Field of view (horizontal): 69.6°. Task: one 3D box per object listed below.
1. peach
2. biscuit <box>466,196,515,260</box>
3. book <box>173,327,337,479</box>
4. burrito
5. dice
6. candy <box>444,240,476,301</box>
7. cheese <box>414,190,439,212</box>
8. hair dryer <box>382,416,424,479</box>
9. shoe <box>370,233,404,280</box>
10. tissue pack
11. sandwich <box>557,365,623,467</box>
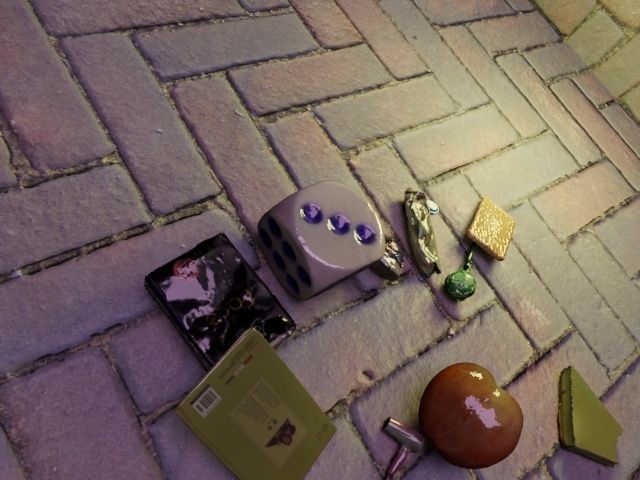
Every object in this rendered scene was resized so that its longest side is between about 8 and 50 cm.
[{"bbox_3d":[0.374,0.448,1.172,0.253,0.252,0.252,10,61,-18],"label":"peach"},{"bbox_3d":[0.603,-0.044,1.622,0.160,0.030,0.249,39,47,-1],"label":"biscuit"},{"bbox_3d":[-0.131,0.401,1.031,0.239,0.035,0.352,-46,109,-32],"label":"book"},{"bbox_3d":[0.326,-0.029,1.498,0.096,0.066,0.309,3,66,-24],"label":"burrito"},{"bbox_3d":[0.000,0.000,1.247,0.251,0.243,0.259,-25,79,-31],"label":"dice"},{"bbox_3d":[0.489,0.072,1.515,0.097,0.097,0.323,37,49,-1],"label":"candy"},{"bbox_3d":[0.366,-0.132,1.597,0.111,0.017,0.047,36,53,-2],"label":"cheese"},{"bbox_3d":[0.192,0.538,1.159,0.106,0.054,0.154,28,61,-2],"label":"hair dryer"},{"bbox_3d":[0.175,0.010,1.391,0.227,0.099,0.125,46,64,-1],"label":"shoe"},{"bbox_3d":[-0.240,0.161,1.131,0.245,0.123,0.332,-34,80,-30],"label":"tissue pack"},{"bbox_3d":[0.830,0.543,1.415,0.212,0.063,0.244,26,58,-12],"label":"sandwich"}]
